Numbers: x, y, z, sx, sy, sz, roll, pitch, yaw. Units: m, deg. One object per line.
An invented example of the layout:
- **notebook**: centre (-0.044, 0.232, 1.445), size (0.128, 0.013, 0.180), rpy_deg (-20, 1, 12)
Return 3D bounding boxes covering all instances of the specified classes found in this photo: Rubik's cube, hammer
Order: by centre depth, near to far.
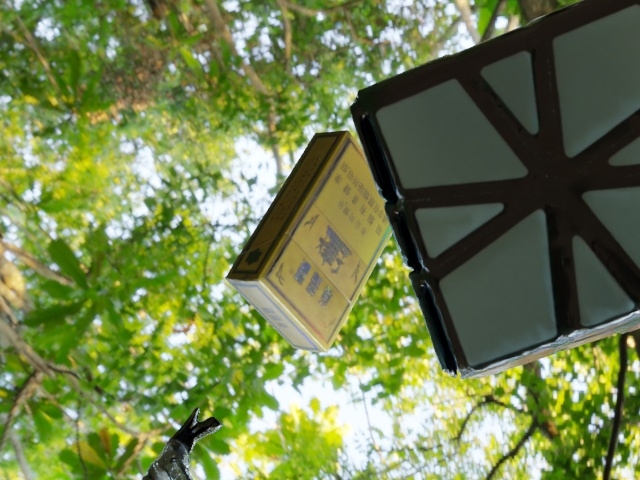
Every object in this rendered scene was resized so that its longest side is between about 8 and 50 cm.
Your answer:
- **Rubik's cube**: centre (0.221, -0.034, 0.892), size (0.293, 0.283, 0.289), rpy_deg (-22, -102, 7)
- **hammer**: centre (-0.135, 0.268, 0.923), size (0.044, 0.427, 0.152), rpy_deg (39, -100, -11)

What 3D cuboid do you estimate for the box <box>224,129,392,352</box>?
- **box**: centre (0.000, 0.000, 1.442), size (0.084, 0.193, 0.302), rpy_deg (1, -129, 46)
